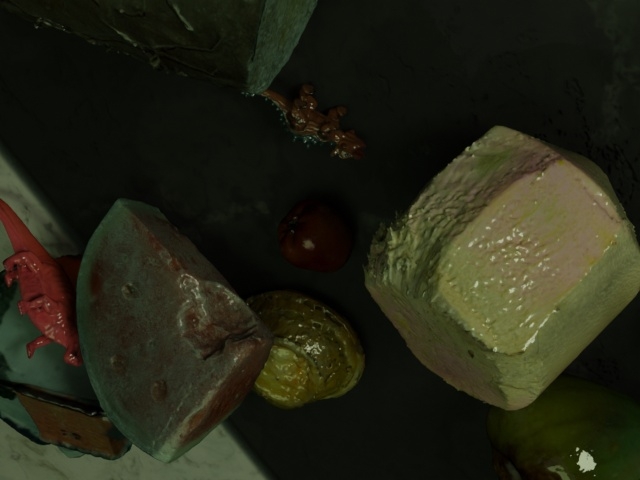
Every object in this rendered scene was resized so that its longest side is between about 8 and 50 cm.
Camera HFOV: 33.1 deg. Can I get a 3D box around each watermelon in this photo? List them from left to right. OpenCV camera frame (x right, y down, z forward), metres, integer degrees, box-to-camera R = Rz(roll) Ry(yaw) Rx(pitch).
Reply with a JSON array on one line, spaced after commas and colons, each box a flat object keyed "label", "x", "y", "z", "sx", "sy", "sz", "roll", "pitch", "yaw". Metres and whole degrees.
[{"label": "watermelon", "x": -0.164, "y": 0.098, "z": 1.310, "sx": 0.226, "sy": 0.148, "sz": 0.318, "roll": -12, "pitch": 88, "yaw": 30}]

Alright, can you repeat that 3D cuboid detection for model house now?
[{"label": "model house", "x": -0.346, "y": 0.203, "z": 1.495, "sx": 0.253, "sy": 0.184, "sz": 0.291, "roll": 15, "pitch": 143, "yaw": 7}]

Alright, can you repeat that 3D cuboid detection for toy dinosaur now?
[{"label": "toy dinosaur", "x": -0.339, "y": 0.033, "z": 1.394, "sx": 0.286, "sy": 0.139, "sz": 0.070, "roll": 64, "pitch": 155, "yaw": 23}, {"label": "toy dinosaur", "x": -0.016, "y": -0.131, "z": 1.150, "sx": 0.154, "sy": 0.049, "sz": 0.055, "roll": 29, "pitch": 135, "yaw": -4}]

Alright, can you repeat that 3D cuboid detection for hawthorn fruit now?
[{"label": "hawthorn fruit", "x": 0.000, "y": 0.000, "z": 1.228, "sx": 0.081, "sy": 0.081, "sz": 0.093, "roll": -27, "pitch": 139, "yaw": 37}]

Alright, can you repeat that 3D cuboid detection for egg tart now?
[{"label": "egg tart", "x": -0.038, "y": 0.144, "z": 1.351, "sx": 0.191, "sy": 0.074, "sz": 0.191, "roll": 12, "pitch": 126, "yaw": 17}]

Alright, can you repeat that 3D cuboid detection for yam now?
[{"label": "yam", "x": -0.150, "y": -0.281, "z": 0.984, "sx": 0.348, "sy": 0.241, "sz": 0.241, "roll": 18, "pitch": 130, "yaw": 16}]

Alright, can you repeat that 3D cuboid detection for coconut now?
[{"label": "coconut", "x": 0.184, "y": 0.011, "z": 1.041, "sx": 0.233, "sy": 0.245, "sz": 0.233, "roll": 38, "pitch": 163, "yaw": 14}]

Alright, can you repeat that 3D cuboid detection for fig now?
[{"label": "fig", "x": 0.285, "y": 0.234, "z": 1.206, "sx": 0.191, "sy": 0.181, "sz": 0.181, "roll": -8, "pitch": 124, "yaw": -1}]
